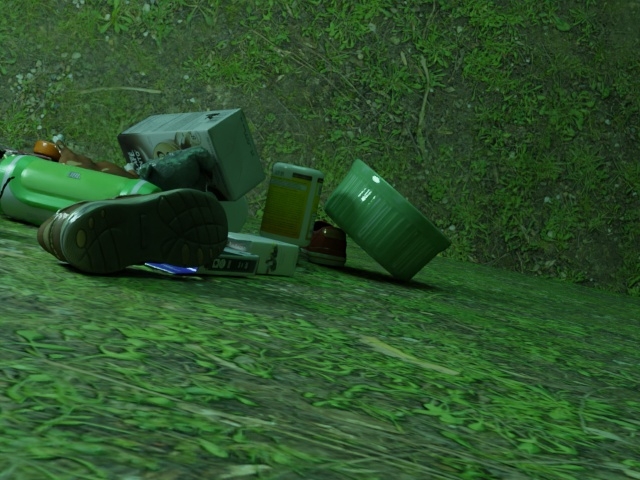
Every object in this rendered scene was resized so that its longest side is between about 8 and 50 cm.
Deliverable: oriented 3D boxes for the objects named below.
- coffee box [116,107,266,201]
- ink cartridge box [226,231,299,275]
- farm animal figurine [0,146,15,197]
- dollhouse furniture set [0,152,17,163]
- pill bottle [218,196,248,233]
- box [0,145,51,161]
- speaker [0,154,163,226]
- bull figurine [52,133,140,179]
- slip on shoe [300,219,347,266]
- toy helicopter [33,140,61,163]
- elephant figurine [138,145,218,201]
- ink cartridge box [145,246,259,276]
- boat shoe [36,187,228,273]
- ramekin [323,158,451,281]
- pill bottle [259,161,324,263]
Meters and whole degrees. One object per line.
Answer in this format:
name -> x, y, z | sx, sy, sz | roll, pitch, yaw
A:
coffee box -> -0.284, -0.182, 1.949 | 0.297, 0.168, 0.119 | 2, 31, 40
ink cartridge box -> -0.137, 0.023, 1.656 | 0.104, 0.061, 0.181 | 14, 3, 35
farm animal figurine -> -0.647, -0.119, 1.437 | 0.327, 0.172, 0.330 | 28, 8, 17
dollhouse furniture set -> -0.656, -0.162, 1.757 | 0.161, 0.101, 0.182 | 47, 6, 22
pill bottle -> -0.280, -0.086, 2.161 | 0.161, 0.161, 0.283 | 11, 3, -24
box -> -0.735, -0.152, 1.960 | 0.257, 0.122, 0.128 | 13, 4, 23
speaker -> -0.447, -0.075, 1.659 | 0.296, 0.131, 0.131 | 12, 3, 9
bull figurine -> -0.432, -0.109, 1.867 | 0.310, 0.101, 0.188 | 28, 12, -42
slip on shoe -> 0.000, 0.000, 2.257 | 0.123, 0.101, 0.331 | 10, 2, -12
toy helicopter -> -0.587, -0.116, 2.224 | 0.355, 0.140, 0.235 | 22, -11, -26
elephant figurine -> -0.261, -0.058, 1.791 | 0.186, 0.239, 0.169 | -19, 12, -21
ink cartridge box -> -0.245, 0.018, 1.504 | 0.206, 0.045, 0.208 | 14, 5, 32
boat shoe -> -0.265, -0.019, 1.308 | 0.116, 0.123, 0.324 | 5, 3, 35
ramekin -> 0.149, -0.040, 2.129 | 0.303, 0.148, 0.303 | 42, 3, -3
pill bottle -> -0.068, -0.060, 2.003 | 0.117, 0.215, 0.117 | 12, 3, -1
